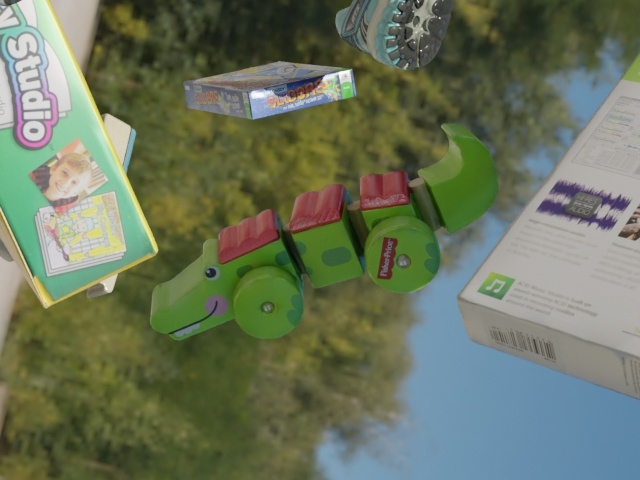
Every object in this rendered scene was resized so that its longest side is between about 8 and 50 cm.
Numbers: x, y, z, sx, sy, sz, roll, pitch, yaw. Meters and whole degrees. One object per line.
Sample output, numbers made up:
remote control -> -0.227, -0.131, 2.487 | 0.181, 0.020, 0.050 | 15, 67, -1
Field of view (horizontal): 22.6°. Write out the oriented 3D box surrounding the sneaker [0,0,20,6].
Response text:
sneaker -> -0.161, -0.266, 1.021 | 0.290, 0.123, 0.106 | -51, 175, -47

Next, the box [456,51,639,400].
box -> 0.281, -0.021, 1.171 | 0.322, 0.232, 0.058 | -51, 140, -27

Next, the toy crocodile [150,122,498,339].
toy crocodile -> 0.000, 0.000, 1.435 | 0.115, 0.340, 0.105 | -88, 156, -64

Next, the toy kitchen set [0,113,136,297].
toy kitchen set -> -0.252, -0.033, 1.838 | 0.207, 0.166, 0.122 | -17, -126, 45

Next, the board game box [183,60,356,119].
board game box -> -0.064, -0.181, 1.912 | 0.201, 0.136, 0.035 | 17, -61, 62

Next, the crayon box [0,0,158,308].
crayon box -> -0.269, -0.157, 1.247 | 0.363, 0.106, 0.313 | 68, -11, -17

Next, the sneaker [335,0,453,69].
sneaker -> 0.098, -0.331, 1.744 | 0.122, 0.110, 0.283 | 21, -96, 41
